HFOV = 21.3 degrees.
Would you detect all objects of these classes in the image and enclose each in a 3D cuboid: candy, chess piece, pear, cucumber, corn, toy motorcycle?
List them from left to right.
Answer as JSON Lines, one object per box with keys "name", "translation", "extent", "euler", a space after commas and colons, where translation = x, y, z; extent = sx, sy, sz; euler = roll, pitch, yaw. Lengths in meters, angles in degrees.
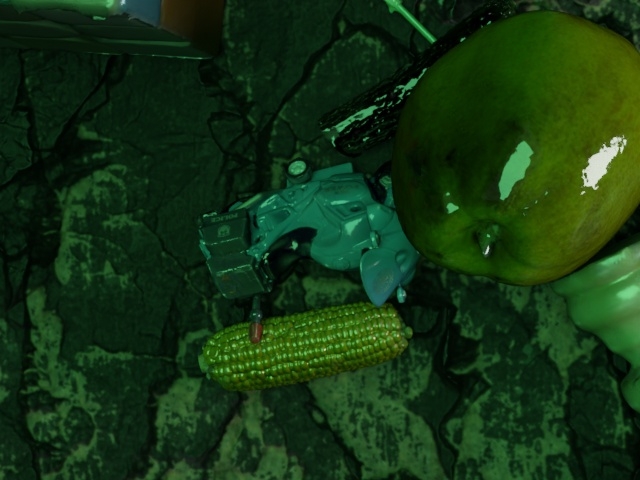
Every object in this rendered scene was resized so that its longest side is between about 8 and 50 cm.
{"name": "corn", "translation": [-0.019, 0.114, 1.836], "extent": [0.238, 0.080, 0.080], "euler": [-11, 87, 13]}
{"name": "toy motorcycle", "translation": [0.000, 0.000, 1.805], "extent": [0.272, 0.123, 0.182], "euler": [-14, 46, 12]}
{"name": "candy", "translation": [0.081, -0.259, 1.843], "extent": [0.062, 0.058, 0.194], "euler": [-44, 89, 16]}
{"name": "cucumber", "translation": [0.114, -0.171, 1.815], "extent": [0.245, 0.067, 0.067], "euler": [-32, 83, 12]}
{"name": "pear", "translation": [0.205, -0.094, 1.693], "extent": [0.269, 0.269, 0.321], "euler": [22, 50, 11]}
{"name": "chess piece", "translation": [0.350, 0.122, 1.734], "extent": [0.144, 0.144, 0.251], "euler": [-27, 89, 10]}

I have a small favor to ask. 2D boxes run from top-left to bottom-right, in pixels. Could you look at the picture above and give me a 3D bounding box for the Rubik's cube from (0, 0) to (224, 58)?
{"name": "Rubik's cube", "translation": [-0.294, -0.382, 1.770], "extent": [0.347, 0.346, 0.344], "euler": [6, 89, 11]}
